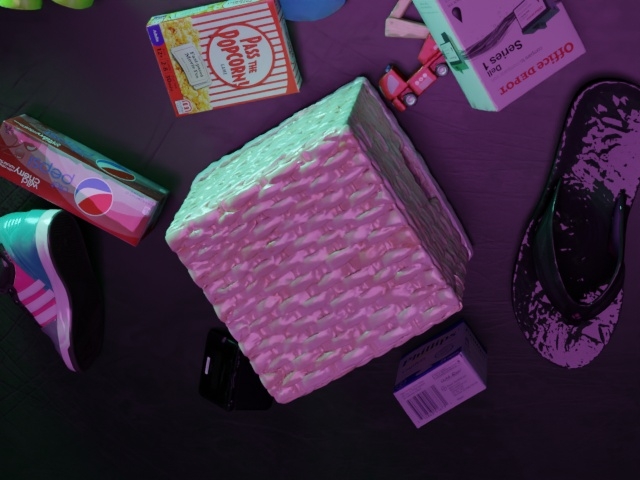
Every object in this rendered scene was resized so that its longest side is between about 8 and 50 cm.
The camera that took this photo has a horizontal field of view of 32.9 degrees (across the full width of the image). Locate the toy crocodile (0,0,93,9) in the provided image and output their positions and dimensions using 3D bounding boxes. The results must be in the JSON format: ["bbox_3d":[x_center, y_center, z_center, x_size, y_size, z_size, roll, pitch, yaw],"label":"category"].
[{"bbox_3d":[-0.491,-0.409,1.583,0.340,0.105,0.115,11,110,10],"label":"toy crocodile"}]

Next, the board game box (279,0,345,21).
[{"bbox_3d":[-0.037,-0.386,1.531,0.133,0.033,0.168,0,139,18],"label":"board game box"}]

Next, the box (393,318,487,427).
[{"bbox_3d":[0.184,0.201,1.652,0.126,0.137,0.072,-34,99,17],"label":"box"}]

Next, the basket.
[{"bbox_3d":[0.000,0.000,1.550,0.331,0.266,0.328,-29,102,18],"label":"basket"}]

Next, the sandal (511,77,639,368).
[{"bbox_3d":[0.378,-0.011,1.570,0.168,0.107,0.445,8,109,6],"label":"sandal"}]

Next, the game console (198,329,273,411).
[{"bbox_3d":[-0.133,0.212,1.771,0.107,0.071,0.122,24,112,32],"label":"game console"}]

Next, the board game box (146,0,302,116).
[{"bbox_3d":[-0.138,-0.272,1.582,0.193,0.045,0.146,-10,119,12],"label":"board game box"}]

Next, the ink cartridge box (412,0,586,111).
[{"bbox_3d":[0.236,-0.306,1.469,0.160,0.092,0.219,-35,106,-6],"label":"ink cartridge box"}]

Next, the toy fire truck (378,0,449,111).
[{"bbox_3d":[0.140,-0.292,1.545,0.192,0.047,0.135,-42,98,18],"label":"toy fire truck"}]

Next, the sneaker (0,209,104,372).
[{"bbox_3d":[-0.460,0.077,1.721,0.178,0.124,0.295,7,123,20],"label":"sneaker"}]

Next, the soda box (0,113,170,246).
[{"bbox_3d":[-0.371,-0.094,1.661,0.263,0.092,0.083,28,105,-1],"label":"soda box"}]
